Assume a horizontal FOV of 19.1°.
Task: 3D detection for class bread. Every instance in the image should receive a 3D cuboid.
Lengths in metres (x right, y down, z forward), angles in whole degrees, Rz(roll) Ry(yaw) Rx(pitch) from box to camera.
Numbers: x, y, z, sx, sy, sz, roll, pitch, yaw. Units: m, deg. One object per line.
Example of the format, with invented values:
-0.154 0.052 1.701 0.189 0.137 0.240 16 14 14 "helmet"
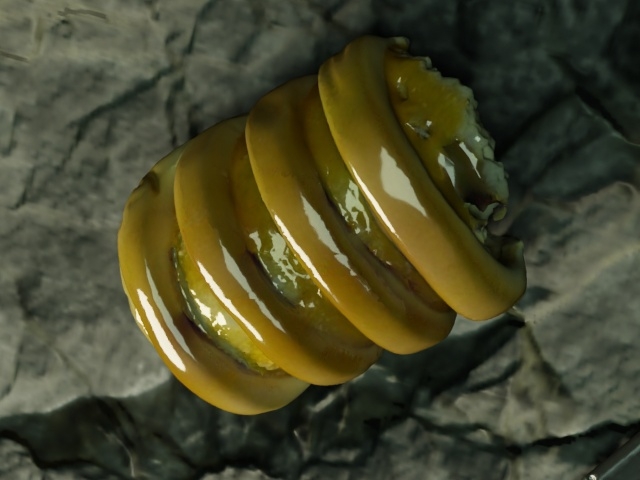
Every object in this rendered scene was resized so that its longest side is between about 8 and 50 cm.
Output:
0.000 0.000 0.744 0.177 0.084 0.119 -29 103 22 "bread"

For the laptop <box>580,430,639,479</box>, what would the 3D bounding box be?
0.206 0.095 0.781 0.129 0.016 0.180 43 113 -7 "laptop"
